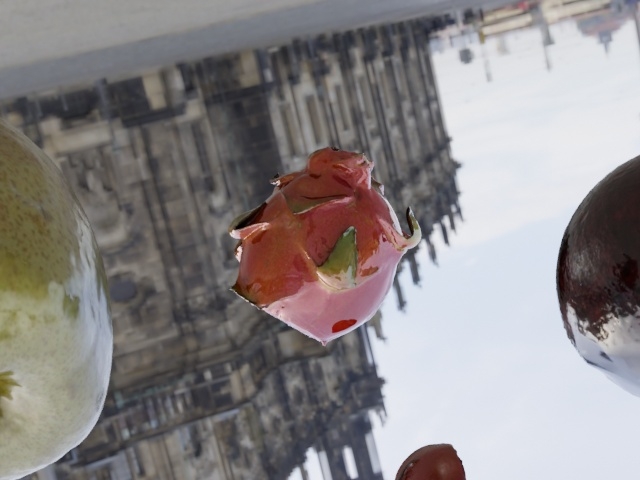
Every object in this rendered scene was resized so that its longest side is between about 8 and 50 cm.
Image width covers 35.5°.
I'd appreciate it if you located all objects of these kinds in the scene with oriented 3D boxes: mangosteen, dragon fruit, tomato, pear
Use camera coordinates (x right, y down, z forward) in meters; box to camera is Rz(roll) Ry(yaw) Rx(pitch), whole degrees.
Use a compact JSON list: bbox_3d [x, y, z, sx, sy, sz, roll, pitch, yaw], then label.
[{"bbox_3d":[0.301,0.050,0.747,0.228,0.228,0.265,-14,-126,-2],"label":"mangosteen"},{"bbox_3d":[-0.001,0.006,1.229,0.227,0.224,0.224,-55,-158,-11],"label":"dragon fruit"},{"bbox_3d":[0.139,0.389,1.333,0.101,0.228,0.228,-6,-170,-5],"label":"tomato"},{"bbox_3d":[-0.223,0.024,0.580,0.188,0.228,0.211,-22,-126,-10],"label":"pear"}]
